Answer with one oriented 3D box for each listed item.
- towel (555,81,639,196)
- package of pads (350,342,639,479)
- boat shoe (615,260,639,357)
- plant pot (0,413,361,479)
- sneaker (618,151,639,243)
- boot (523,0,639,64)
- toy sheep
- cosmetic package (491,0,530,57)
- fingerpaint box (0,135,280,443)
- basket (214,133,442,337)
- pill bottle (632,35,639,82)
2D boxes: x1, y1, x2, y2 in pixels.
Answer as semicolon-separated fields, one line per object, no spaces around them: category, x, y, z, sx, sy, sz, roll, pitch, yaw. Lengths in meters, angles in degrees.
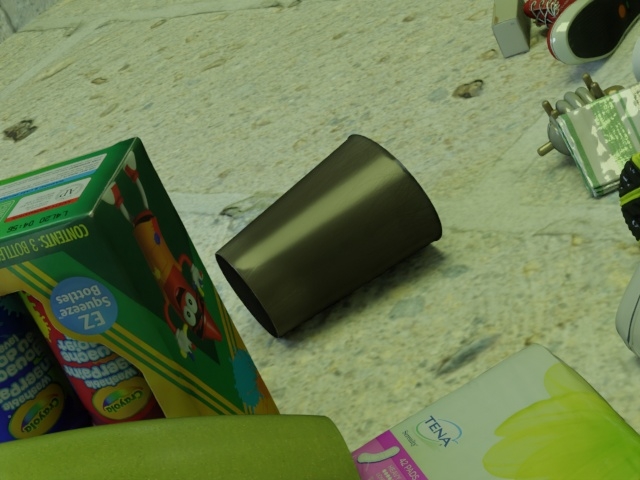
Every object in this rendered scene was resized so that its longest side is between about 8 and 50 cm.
towel;0.368;-0.129;1.659;0.152;0.023;0.113;-24;70;5
package of pads;0.172;0.223;1.195;0.229;0.101;0.296;-30;28;-7
boat shoe;0.348;0.006;1.286;0.096;0.267;0.088;6;28;-25
plant pot;-0.110;0.264;1.233;0.293;0.275;0.275;-18;25;-13
sneaker;0.473;-0.032;1.351;0.147;0.145;0.385;-20;29;-33
boot;0.344;-0.312;2.009;0.176;0.088;0.244;-1;28;40
toy sheep;0.321;-0.147;1.733;0.132;0.091;0.091;-32;26;8
cosmetic package;0.286;-0.327;2.107;0.041;0.060;0.115;-17;27;20
fingerpaint box;-0.321;0.140;1.464;0.445;0.371;0.163;-14;28;20
basket;0.000;0.000;1.686;0.227;0.154;0.204;-36;28;-11
pill bottle;0.471;-0.215;1.703;0.108;0.108;0.180;-40;30;-25
